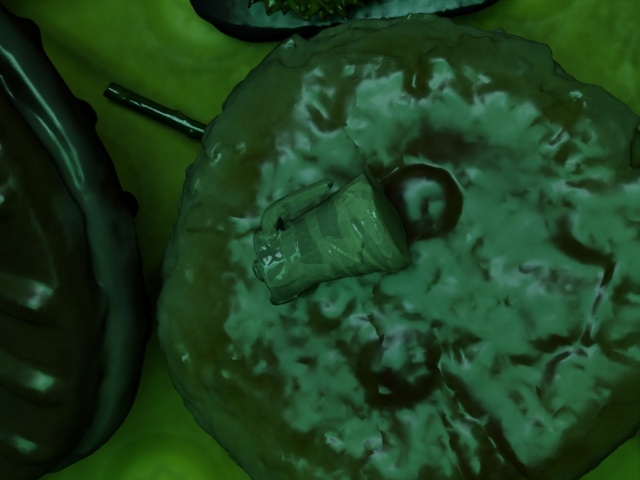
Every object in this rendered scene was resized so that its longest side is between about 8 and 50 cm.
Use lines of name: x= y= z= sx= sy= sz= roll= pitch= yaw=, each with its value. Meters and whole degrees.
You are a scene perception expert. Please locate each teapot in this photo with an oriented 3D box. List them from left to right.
teapot: x=0.000 y=0.000 z=0.977 sx=0.083 sy=0.057 sz=0.067 roll=-25 pitch=122 yaw=16

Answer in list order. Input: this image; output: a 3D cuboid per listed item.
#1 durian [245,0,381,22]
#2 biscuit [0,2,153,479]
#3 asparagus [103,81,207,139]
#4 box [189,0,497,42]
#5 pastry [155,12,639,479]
durian: x=-0.033 y=-0.228 z=1.040 sx=0.137 sy=0.095 sz=0.221 roll=-30 pitch=87 yaw=-12
biscuit: x=-0.226 y=-0.029 z=1.065 sx=0.268 sy=0.115 sz=0.366 roll=-29 pitch=93 yaw=49
asparagus: x=-0.060 y=-0.064 z=1.141 sx=0.162 sy=0.016 sz=0.016 roll=22 pitch=116 yaw=6
box: x=0.010 y=-0.224 z=1.115 sx=0.212 sy=0.042 sz=0.201 roll=-9 pitch=90 yaw=8
pastry: x=0.060 y=0.018 z=1.064 sx=0.329 sy=0.136 sz=0.330 roll=0 pitch=92 yaw=8
